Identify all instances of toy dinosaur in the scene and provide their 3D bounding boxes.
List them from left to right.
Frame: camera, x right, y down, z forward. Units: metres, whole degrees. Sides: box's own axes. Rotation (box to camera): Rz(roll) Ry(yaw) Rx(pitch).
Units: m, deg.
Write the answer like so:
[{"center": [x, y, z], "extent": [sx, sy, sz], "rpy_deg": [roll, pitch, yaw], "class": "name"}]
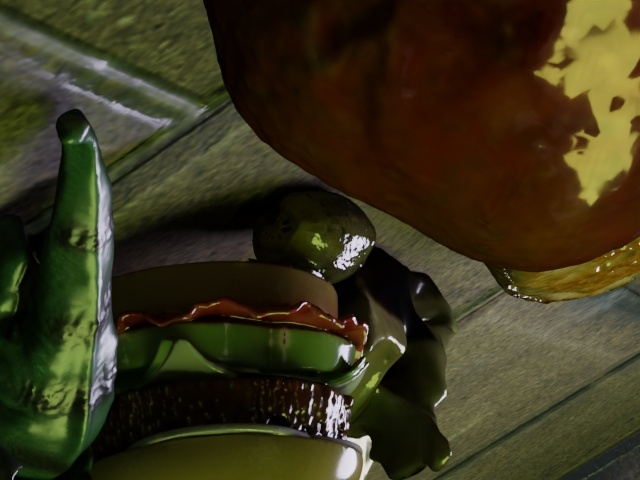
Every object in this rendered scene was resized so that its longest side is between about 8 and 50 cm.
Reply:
[{"center": [-0.133, 0.035, 0.871], "extent": [0.079, 0.120, 0.292], "rpy_deg": [-7, 131, -30], "class": "toy dinosaur"}]

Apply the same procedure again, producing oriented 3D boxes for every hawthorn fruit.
[{"center": [0.072, -0.118, 0.553], "extent": [0.207, 0.207, 0.243], "rpy_deg": [-22, 158, -25], "class": "hawthorn fruit"}]

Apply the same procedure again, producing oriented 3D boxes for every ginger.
[{"center": [-0.018, 0.180, 1.269], "extent": [0.358, 0.211, 0.413], "rpy_deg": [-27, 164, -15], "class": "ginger"}]

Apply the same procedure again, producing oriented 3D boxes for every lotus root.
[{"center": [0.000, 0.000, 1.027], "extent": [0.054, 0.049, 0.099], "rpy_deg": [-38, 166, 20], "class": "lotus root"}]

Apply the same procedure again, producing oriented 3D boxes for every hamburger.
[{"center": [-0.055, 0.093, 0.985], "extent": [0.175, 0.137, 0.175], "rpy_deg": [-4, 159, -2], "class": "hamburger"}]

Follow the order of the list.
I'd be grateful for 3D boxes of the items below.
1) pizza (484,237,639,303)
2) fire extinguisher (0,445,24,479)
[{"center": [0.201, -0.037, 1.194], "extent": [0.223, 0.089, 0.323], "rpy_deg": [-26, 167, 9], "class": "pizza"}, {"center": [-0.258, 0.126, 0.843], "extent": [0.337, 0.135, 0.114], "rpy_deg": [-33, -172, 24], "class": "fire extinguisher"}]
